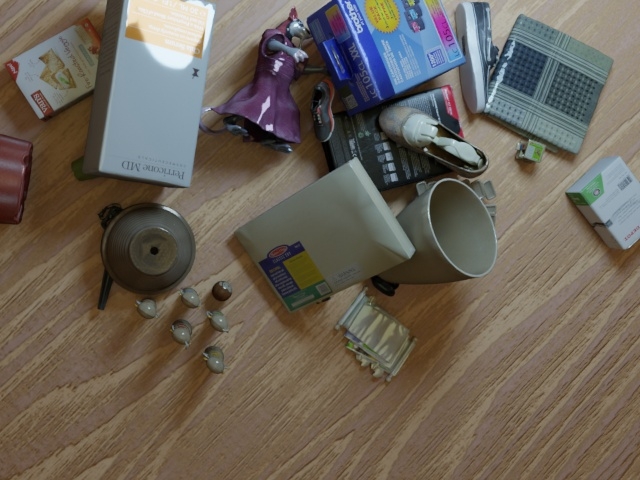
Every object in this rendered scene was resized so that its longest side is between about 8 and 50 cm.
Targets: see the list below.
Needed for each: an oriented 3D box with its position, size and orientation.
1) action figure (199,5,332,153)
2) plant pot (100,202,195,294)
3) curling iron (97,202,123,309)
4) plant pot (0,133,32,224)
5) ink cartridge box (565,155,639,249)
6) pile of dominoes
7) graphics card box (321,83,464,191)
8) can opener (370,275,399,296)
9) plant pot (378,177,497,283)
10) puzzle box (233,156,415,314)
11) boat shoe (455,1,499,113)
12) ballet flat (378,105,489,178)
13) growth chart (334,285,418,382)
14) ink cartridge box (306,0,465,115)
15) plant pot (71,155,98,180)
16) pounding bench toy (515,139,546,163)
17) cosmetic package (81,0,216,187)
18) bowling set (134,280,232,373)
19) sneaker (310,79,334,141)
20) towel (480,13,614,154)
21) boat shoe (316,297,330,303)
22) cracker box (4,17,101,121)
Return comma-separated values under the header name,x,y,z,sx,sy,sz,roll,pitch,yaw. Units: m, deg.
name,x,y,z,sx,sy,sz,roll,pitch,yaw
action figure,-0.121,-0.417,1.828,0.275,0.248,0.371,6,79,24
plant pot,-0.424,0.023,1.787,0.237,0.109,0.238,-1,94,-20
curling iron,-0.542,0.040,1.823,0.068,0.035,0.274,6,91,-7
plant pot,-0.822,-0.154,1.660,0.264,0.272,0.273,10,91,-18
ink cartridge box,0.837,-0.106,2.039,0.160,0.092,0.219,-41,99,-6
pile of dominoes,0.365,-0.080,1.975,0.251,0.040,0.196,-4,113,-13
graphics card box,0.195,-0.259,1.914,0.370,0.094,0.233,-17,96,-10
can opener,0.136,0.078,1.940,0.186,0.073,0.059,41,94,-1
plant pot,0.267,0.011,1.841,0.256,0.274,0.257,18,60,-34
puzzle box,0.000,0.000,1.785,0.408,0.052,0.272,-27,101,34
boat shoe,0.438,-0.499,1.945,0.102,0.108,0.302,-6,87,-9
ballet flat,0.301,-0.260,1.832,0.315,0.106,0.108,24,89,-11
growth chart,0.152,0.265,1.970,0.237,0.021,0.172,44,85,-10
ink cartridge box,0.148,-0.490,1.791,0.395,0.151,0.270,-30,99,-32
plant pot,-0.576,-0.185,1.789,0.079,0.083,0.083,-21,97,4
pounding bench toy,0.571,-0.252,1.997,0.083,0.065,0.052,18,91,-11
cosmetic package,-0.412,-0.367,1.720,0.229,0.161,0.454,8,89,-32
bowling set,-0.310,0.181,1.813,0.287,0.154,0.200,36,87,-11
sneaker,-0.006,-0.322,1.793,0.064,0.061,0.158,-27,126,-47
towel,0.637,-0.433,2.015,0.324,0.056,0.312,23,86,-9
boat shoe,-0.004,0.093,1.919,0.049,0.056,0.152,-12,105,-14
cracker box,-0.630,-0.420,1.766,0.232,0.067,0.156,-33,98,-7
